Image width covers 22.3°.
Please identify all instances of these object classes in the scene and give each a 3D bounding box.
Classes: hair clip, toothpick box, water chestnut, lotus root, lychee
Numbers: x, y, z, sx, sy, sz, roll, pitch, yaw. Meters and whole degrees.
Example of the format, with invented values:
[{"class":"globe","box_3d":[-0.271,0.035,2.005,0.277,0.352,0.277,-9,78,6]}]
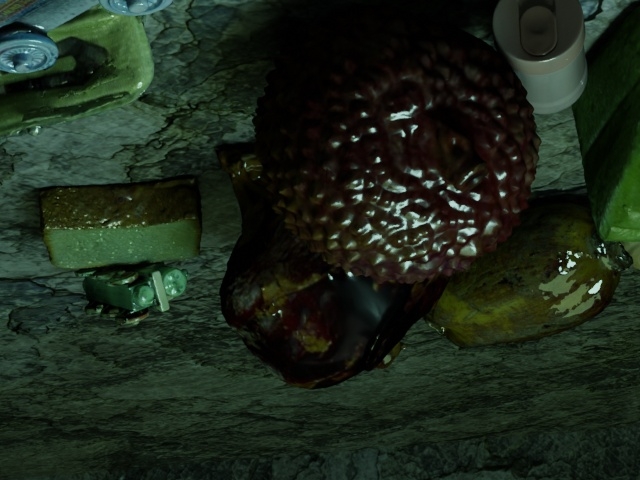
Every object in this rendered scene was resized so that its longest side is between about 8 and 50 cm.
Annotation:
[{"class":"hair clip","box_3d":[-0.320,-0.172,1.693,0.321,0.138,0.091,-12,-170,12]},{"class":"toothpick box","box_3d":[0.243,-0.210,1.783,0.098,0.098,0.149,-10,160,8]},{"class":"water chestnut","box_3d":[0.000,0.000,2.076,0.335,0.347,0.335,-47,175,-5]},{"class":"lotus root","box_3d":[0.298,0.056,2.415,0.196,0.179,0.397,28,146,-35]},{"class":"lychee","box_3d":[0.076,-0.099,1.732,0.306,0.306,0.330,3,-176,-26]}]

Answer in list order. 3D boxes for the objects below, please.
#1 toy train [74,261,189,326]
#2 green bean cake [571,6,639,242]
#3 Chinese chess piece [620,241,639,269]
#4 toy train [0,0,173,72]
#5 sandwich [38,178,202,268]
[{"class":"toy train","box_3d":[-0.264,0.062,2.299,0.125,0.080,0.194,-22,-164,-30]},{"class":"green bean cake","box_3d":[0.387,-0.134,1.864,0.125,0.222,0.248,-1,156,-13]},{"class":"Chinese chess piece","box_3d":[0.550,-0.034,2.379,0.251,0.097,0.251,-7,161,-2]},{"class":"toy train","box_3d":[-0.267,-0.252,1.451,0.300,0.131,0.202,-23,153,36]},{"class":"sandwich","box_3d":[-0.267,-0.021,2.187,0.215,0.065,0.186,-4,160,-7]}]
